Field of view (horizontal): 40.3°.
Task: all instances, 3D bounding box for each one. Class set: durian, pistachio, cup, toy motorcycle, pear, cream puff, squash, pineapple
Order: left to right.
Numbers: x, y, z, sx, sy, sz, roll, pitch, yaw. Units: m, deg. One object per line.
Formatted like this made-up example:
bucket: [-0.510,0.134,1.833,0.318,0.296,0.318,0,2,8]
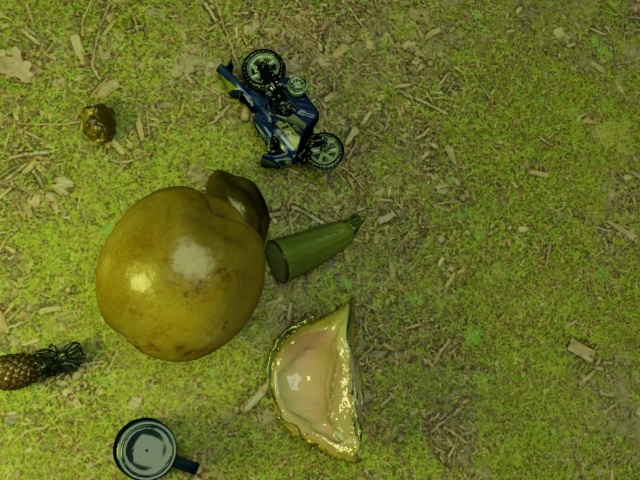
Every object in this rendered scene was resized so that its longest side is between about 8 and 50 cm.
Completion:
pineapple: [-0.514,0.228,1.605,0.159,0.074,0.074,-13,82,-24]
cream puff: [-0.440,-0.229,1.722,0.058,0.083,0.083,-26,99,26]
cup: [-0.301,0.378,1.586,0.150,0.138,0.113,-5,80,-15]
pear: [-0.251,0.062,1.581,0.315,0.314,0.314,3,78,-13]
pistachio: [-0.162,-0.060,1.728,0.100,0.110,0.189,-21,83,10]
toy motorcycle: [-0.091,-0.253,1.786,0.169,0.113,0.315,-34,79,-9]
durian: [-0.011,0.268,1.681,0.196,0.185,0.305,-6,86,12]
squash: [0.000,0.000,1.767,0.224,0.094,0.094,-26,86,-22]
